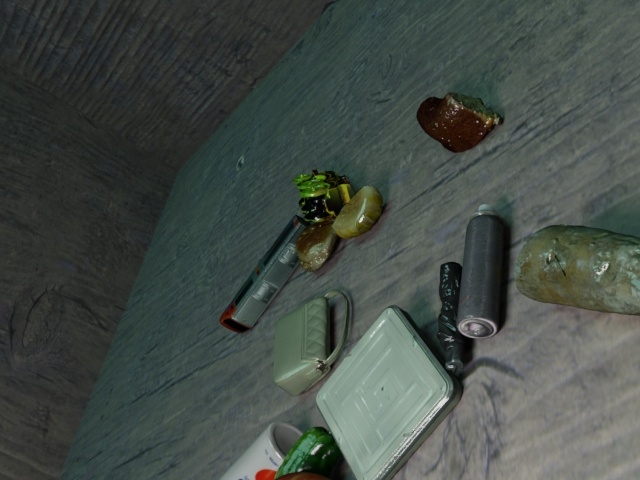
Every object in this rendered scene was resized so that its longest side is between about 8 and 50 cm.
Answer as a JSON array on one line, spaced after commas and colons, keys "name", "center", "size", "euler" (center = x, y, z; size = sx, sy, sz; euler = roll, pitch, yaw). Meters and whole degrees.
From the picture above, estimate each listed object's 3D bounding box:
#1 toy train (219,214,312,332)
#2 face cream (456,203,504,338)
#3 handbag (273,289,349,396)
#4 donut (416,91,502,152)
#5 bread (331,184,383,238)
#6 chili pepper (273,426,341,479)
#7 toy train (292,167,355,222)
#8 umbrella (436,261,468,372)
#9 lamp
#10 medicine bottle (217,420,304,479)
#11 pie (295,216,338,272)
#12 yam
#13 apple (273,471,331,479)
[{"name": "toy train", "center": [-0.151, 0.113, 2.355], "size": [0.409, 0.086, 0.089], "euler": [-53, 24, 12]}, {"name": "face cream", "center": [0.298, 0.047, 1.491], "size": [0.073, 0.073, 0.283], "euler": [-36, 31, 44]}, {"name": "handbag", "center": [-0.012, 0.232, 1.924], "size": [0.219, 0.079, 0.256], "euler": [-35, 29, 23]}, {"name": "donut", "center": [0.305, -0.273, 1.852], "size": [0.144, 0.126, 0.186], "euler": [-58, 20, 19]}, {"name": "bread", "center": [0.105, -0.063, 2.043], "size": [0.157, 0.083, 0.094], "euler": [-57, 24, 8]}, {"name": "chili pepper", "center": [-0.043, 0.483, 1.583], "size": [0.253, 0.099, 0.083], "euler": [-65, 11, -2]}, {"name": "toy train", "center": [0.011, -0.133, 2.275], "size": [0.161, 0.100, 0.296], "euler": [-17, 19, -3]}, {"name": "umbrella", "center": [0.244, 0.139, 1.491], "size": [0.059, 0.066, 0.235], "euler": [-44, 24, 41]}, {"name": "lamp", "center": [0.119, 0.292, 1.523], "size": [0.269, 0.047, 0.266], "euler": [-53, 37, 14]}, {"name": "medicine bottle", "center": [-0.159, 0.541, 1.736], "size": [0.341, 0.130, 0.130], "euler": [-49, 23, 21]}, {"name": "pie", "center": [0.000, 0.000, 2.198], "size": [0.163, 0.079, 0.193], "euler": [-41, 20, 15]}, {"name": "yam", "center": [0.414, 0.047, 1.168], "size": [0.133, 0.133, 0.330], "euler": [-61, 22, -7]}, {"name": "apple", "center": [-0.031, 0.519, 1.456], "size": [0.201, 0.162, 0.201], "euler": [-26, 53, 39]}]
